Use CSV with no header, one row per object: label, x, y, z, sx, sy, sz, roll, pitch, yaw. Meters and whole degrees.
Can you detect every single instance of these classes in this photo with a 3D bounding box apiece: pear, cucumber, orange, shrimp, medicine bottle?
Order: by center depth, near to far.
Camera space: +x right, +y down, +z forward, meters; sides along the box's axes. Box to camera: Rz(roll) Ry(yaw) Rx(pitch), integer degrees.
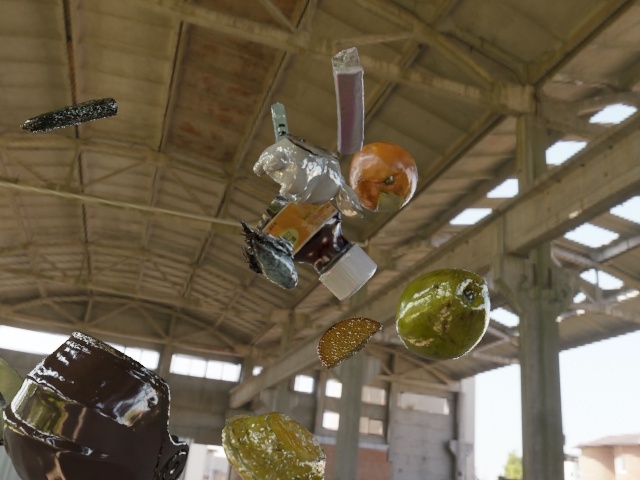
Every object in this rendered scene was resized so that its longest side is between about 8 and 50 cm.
shrimp,-0.097,0.022,1.193,0.090,0.079,0.233,-33,-39,1
pear,0.336,0.197,1.734,0.252,0.253,0.307,14,-31,-18
cucumber,-0.774,-0.385,1.962,0.293,0.068,0.067,-24,-3,-35
medicine bottle,0.000,0.000,2.047,0.395,0.242,0.242,42,-26,3
orange,0.214,-0.214,2.148,0.240,0.240,0.240,5,-23,2

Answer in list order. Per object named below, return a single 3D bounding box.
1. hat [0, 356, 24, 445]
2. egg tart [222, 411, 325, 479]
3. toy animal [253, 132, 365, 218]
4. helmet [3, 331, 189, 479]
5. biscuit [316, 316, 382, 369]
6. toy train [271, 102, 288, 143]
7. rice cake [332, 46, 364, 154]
hat,-0.799,0.403,1.483,0.257,0.257,0.130,-10,9,33
egg tart,-0.095,0.544,1.616,0.341,0.132,0.341,36,5,-4
toy animal,-0.020,-0.163,1.645,0.325,0.208,0.154,22,-70,-31
helmet,-0.323,0.287,0.885,0.225,0.177,0.305,13,-55,26
biscuit,0.069,0.278,1.788,0.126,0.206,0.025,32,-32,46
toy train,-0.124,-0.351,1.958,0.043,0.208,0.047,-6,-32,-7
rice cake,0.072,-0.322,1.547,0.072,0.056,0.365,-12,-26,-3
